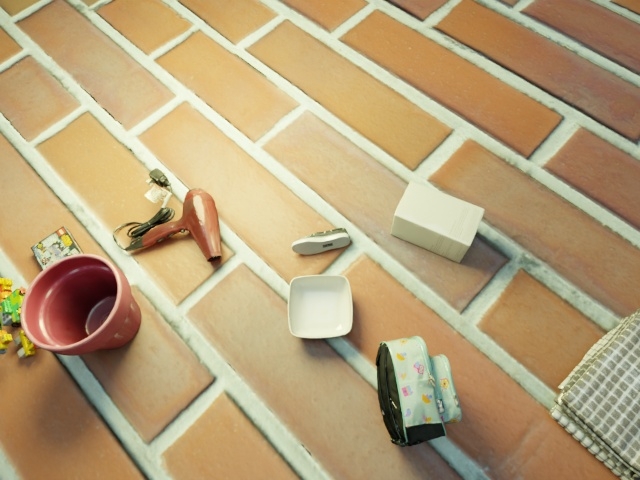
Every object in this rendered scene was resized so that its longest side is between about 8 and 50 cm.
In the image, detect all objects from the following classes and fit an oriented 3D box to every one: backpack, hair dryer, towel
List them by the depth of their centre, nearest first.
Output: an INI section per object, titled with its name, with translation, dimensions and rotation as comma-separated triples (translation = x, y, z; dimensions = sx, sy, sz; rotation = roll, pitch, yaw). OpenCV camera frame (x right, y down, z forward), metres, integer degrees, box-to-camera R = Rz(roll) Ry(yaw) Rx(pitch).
[towel]
translation = 0.617, 0.303, 0.827
dimensions = 0.283, 0.121, 0.235
rotation = -40, 68, -14
[backpack]
translation = 0.179, 0.279, 0.841
dimensions = 0.144, 0.166, 0.189
rotation = -15, 68, -5
[hair dryer]
translation = -0.352, -0.033, 1.084
dimensions = 0.293, 0.080, 0.224
rotation = 26, 85, 20

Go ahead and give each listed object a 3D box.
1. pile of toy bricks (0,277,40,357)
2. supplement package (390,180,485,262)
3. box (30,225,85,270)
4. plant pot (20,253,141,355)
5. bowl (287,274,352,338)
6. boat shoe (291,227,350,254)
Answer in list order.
[pile of toy bricks]
translation = -0.692, 0.148, 0.974
dimensions = 0.105, 0.118, 0.212
rotation = -38, 68, 8
[supplement package]
translation = 0.267, -0.043, 1.016
dimensions = 0.179, 0.105, 0.105
rotation = 24, 69, 13
[box]
translation = -0.640, 0.041, 1.077
dimensions = 0.094, 0.027, 0.137
rotation = -38, 69, -14
[plant pot]
translation = -0.483, 0.152, 0.933
dimensions = 0.201, 0.180, 0.201
rotation = -1, 66, 3
[bowl]
translation = 0.001, 0.152, 0.972
dimensions = 0.141, 0.053, 0.142
rotation = -2, 64, 3
[boat shoe]
translation = 0.000, 0.000, 1.050
dimensions = 0.142, 0.049, 0.040
rotation = -9, 46, -2
